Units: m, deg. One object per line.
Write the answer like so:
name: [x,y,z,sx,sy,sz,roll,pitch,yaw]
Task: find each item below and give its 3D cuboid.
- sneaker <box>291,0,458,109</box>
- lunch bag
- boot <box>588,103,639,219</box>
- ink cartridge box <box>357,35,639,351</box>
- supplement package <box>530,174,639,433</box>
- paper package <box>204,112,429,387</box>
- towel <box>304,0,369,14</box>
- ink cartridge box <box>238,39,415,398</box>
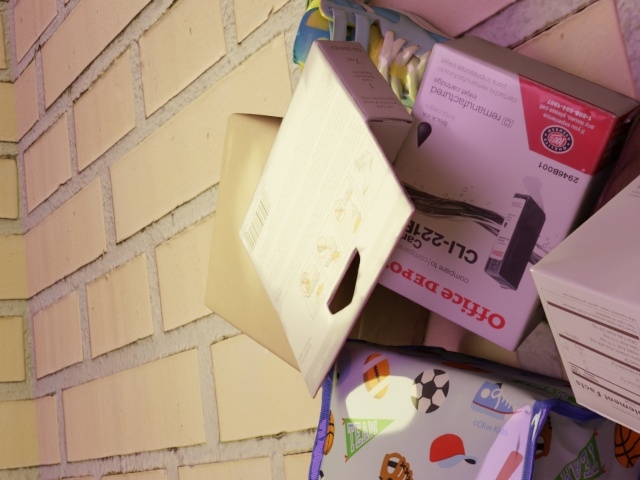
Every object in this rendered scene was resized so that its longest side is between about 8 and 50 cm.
sneaker: [0.087,-0.199,1.124,0.319,0.208,0.127,38,119,47]
lunch bag: [0.151,0.322,1.002,0.328,0.239,0.385,7,88,54]
boot: [0.303,-0.027,0.917,0.248,0.090,0.206,89,-159,-73]
ink cartridge box: [0.180,-0.051,1.002,0.197,0.114,0.272,27,117,20]
supplement package: [0.329,0.026,0.696,0.204,0.262,0.145,23,144,54]
paper package: [0.000,0.000,1.283,0.325,0.168,0.309,26,110,52]
towel: [0.023,-0.293,1.278,0.023,0.152,0.113,9,99,27]
ink cartridge box: [0.017,-0.021,1.031,0.261,0.066,0.296,63,142,36]
